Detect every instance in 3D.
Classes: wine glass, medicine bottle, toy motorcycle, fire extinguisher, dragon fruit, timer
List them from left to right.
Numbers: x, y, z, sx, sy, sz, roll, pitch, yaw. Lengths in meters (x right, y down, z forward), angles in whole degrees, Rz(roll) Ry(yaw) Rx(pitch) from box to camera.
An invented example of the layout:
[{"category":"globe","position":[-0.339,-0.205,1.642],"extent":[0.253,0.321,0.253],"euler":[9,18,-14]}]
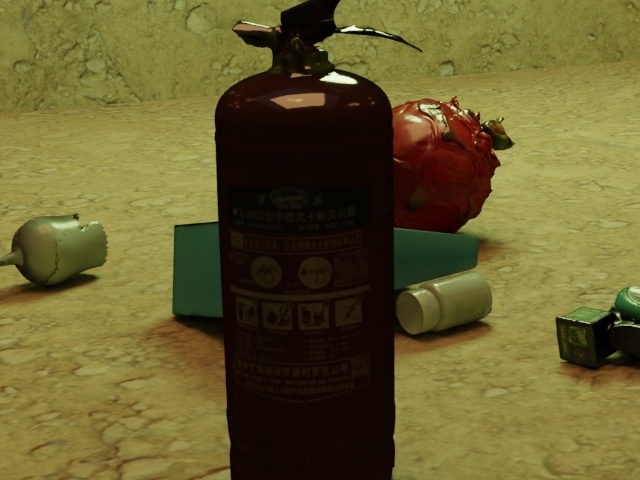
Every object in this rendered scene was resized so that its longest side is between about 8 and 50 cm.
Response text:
[{"category":"wine glass","position":[-0.330,0.019,1.334],"extent":[0.195,0.079,0.079],"euler":[-17,19,-41]},{"category":"fire extinguisher","position":[0.000,0.000,0.781],"extent":[0.135,0.337,0.114],"euler":[-1,16,6]},{"category":"timer","position":[0.003,0.028,1.200],"extent":[0.250,0.091,0.232],"euler":[1,-3,-32]},{"category":"dragon fruit","position":[0.121,-0.081,1.450],"extent":[0.209,0.172,0.172],"euler":[-30,2,25]},{"category":"medicine bottle","position":[0.114,0.058,1.125],"extent":[0.083,0.047,0.047],"euler":[-13,16,-32]},{"category":"toy motorcycle","position":[0.285,0.080,0.982],"extent":[0.100,0.058,0.173],"euler":[-23,21,-35]}]
